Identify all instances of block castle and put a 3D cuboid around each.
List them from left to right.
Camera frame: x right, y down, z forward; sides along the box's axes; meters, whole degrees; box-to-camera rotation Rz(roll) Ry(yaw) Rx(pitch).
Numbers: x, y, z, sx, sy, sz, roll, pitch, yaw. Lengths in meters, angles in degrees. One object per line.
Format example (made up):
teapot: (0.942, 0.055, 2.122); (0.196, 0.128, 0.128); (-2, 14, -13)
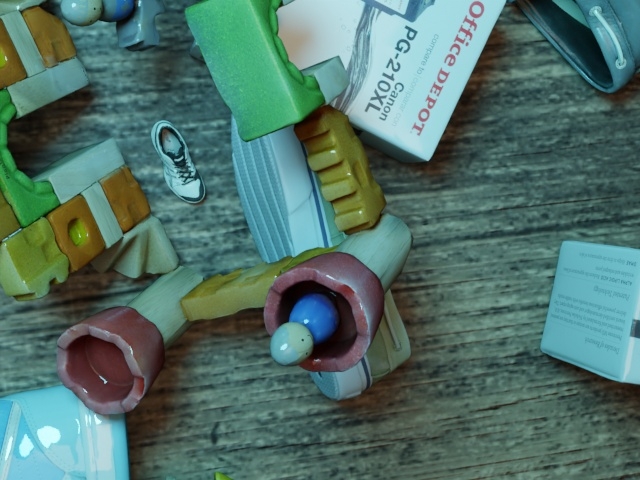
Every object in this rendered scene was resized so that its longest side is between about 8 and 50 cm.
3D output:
block castle: (-0.149, -0.099, 0.799); (0.303, 0.213, 0.453); (-15, 107, 29)

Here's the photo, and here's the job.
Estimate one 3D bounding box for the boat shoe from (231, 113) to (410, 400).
boat shoe: (0.000, 0.000, 0.982); (0.094, 0.109, 0.302); (-24, 107, -24)

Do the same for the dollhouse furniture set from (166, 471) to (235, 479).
dollhouse furniture set: (-0.056, 0.387, 0.892); (0.198, 0.286, 0.303); (0, 105, -11)

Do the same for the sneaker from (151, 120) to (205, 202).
sneaker: (-0.133, -0.071, 0.972); (0.032, 0.037, 0.083); (-30, 100, -10)

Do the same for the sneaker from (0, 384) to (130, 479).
sneaker: (-0.270, 0.283, 0.928); (0.208, 0.127, 0.319); (-2, 85, -13)

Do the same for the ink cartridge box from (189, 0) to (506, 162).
ink cartridge box: (0.024, -0.197, 0.962); (0.237, 0.100, 0.172); (26, 89, -12)

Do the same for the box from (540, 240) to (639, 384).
box: (0.334, 0.076, 1.000); (0.181, 0.182, 0.119); (10, 91, -12)

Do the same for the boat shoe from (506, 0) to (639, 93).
boat shoe: (0.199, -0.263, 0.986); (0.319, 0.116, 0.099); (37, 83, -16)
